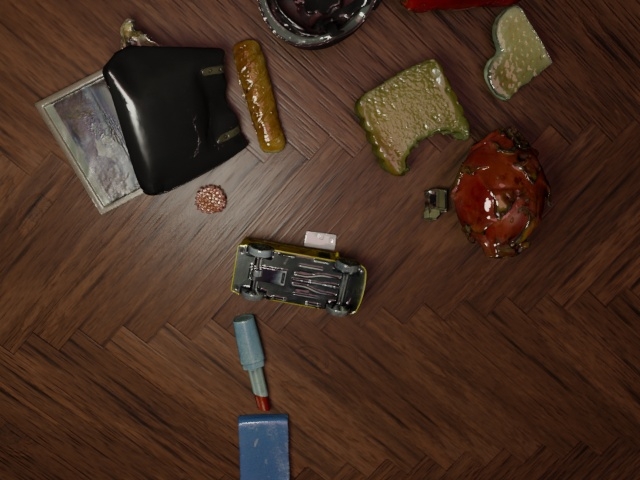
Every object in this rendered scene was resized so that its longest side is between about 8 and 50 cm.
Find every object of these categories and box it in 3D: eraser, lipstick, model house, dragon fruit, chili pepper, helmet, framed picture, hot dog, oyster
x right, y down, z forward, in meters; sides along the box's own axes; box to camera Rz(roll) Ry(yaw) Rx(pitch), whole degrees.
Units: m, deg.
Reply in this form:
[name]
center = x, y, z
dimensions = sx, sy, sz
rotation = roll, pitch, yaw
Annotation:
[eraser]
center = -0.160, 0.646, 1.623
dimensions = 0.144, 0.042, 0.311
rotation = 0, 101, -5
[lipstick]
center = -0.181, 0.339, 1.552
dimensions = 0.068, 0.061, 0.273
rotation = -12, 102, -4
[model house]
center = 0.310, -0.094, 1.516
dimensions = 0.058, 0.057, 0.083
rotation = 5, 81, -31
[dragon fruit]
center = 0.451, -0.114, 1.436
dimensions = 0.251, 0.250, 0.314
rotation = -20, 88, 0
[chili pepper]
center = 0.311, -0.609, 1.387
dimensions = 0.388, 0.110, 0.110
rotation = -2, 101, -7
[helmet]
center = 0.010, -0.593, 1.317
dimensions = 0.271, 0.197, 0.338
rotation = 35, 97, -4
[framed picture]
center = -0.530, -0.251, 1.431
dimensions = 0.232, 0.024, 0.314
rotation = -28, 103, 0
[hot dog]
center = -0.149, -0.357, 1.424
dimensions = 0.088, 0.061, 0.285
rotation = -22, 103, -12
[oyster]
center = -0.424, -0.437, 1.375
dimensions = 0.164, 0.081, 0.191
rotation = -8, 124, -12

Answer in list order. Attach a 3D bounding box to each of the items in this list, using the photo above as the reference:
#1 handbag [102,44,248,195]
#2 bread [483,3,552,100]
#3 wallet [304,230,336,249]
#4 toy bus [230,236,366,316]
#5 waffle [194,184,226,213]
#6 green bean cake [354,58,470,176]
[handbag]
center = -0.334, -0.303, 1.360
dimensions = 0.288, 0.152, 0.342
rotation = -19, 118, -18
[bread]
center = 0.503, -0.472, 1.447
dimensions = 0.173, 0.064, 0.231
rotation = 3, 102, -5
[wallet]
center = 0.000, 0.000, 1.526
dimensions = 0.083, 0.011, 0.044
rotation = 8, 100, -5
[toy bus]
center = -0.053, 0.087, 1.469
dimensions = 0.331, 0.152, 0.144
rotation = 11, 105, -4
[waffle]
center = -0.285, -0.106, 1.476
dimensions = 0.083, 0.029, 0.075
rotation = 2, 100, -2
[green bean cake]
center = 0.226, -0.301, 1.428
dimensions = 0.236, 0.124, 0.232
rotation = -29, 101, 1
